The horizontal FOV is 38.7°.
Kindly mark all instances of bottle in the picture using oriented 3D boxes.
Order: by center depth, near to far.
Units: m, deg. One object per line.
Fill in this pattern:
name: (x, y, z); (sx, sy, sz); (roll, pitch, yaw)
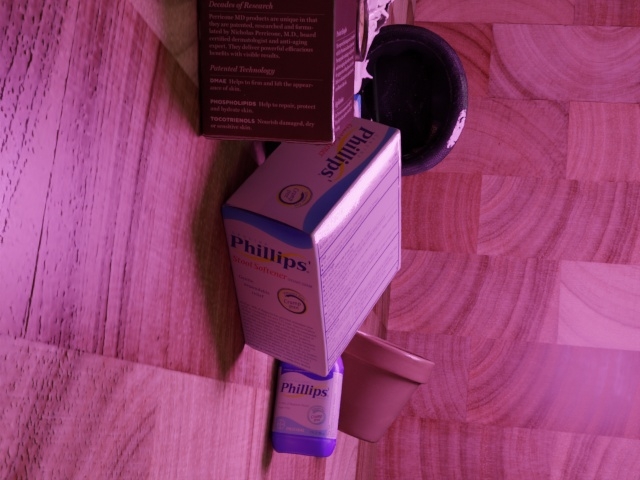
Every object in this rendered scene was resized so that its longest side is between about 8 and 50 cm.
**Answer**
bottle: (-0.018, 0.243, 1.642); (0.092, 0.118, 0.283); (53, 43, -75)

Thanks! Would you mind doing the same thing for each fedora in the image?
fedora: (0.175, -0.313, 2.060); (0.152, 0.334, 0.334); (-90, -177, -84)

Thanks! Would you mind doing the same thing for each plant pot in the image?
plant pot: (0.107, 0.342, 2.152); (0.263, 0.263, 0.229); (34, 79, -79)

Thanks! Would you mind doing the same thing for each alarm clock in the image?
alarm clock: (0.046, -0.358, 1.451); (0.192, 0.064, 0.129); (-69, 160, -53)

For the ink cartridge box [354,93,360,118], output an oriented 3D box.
ink cartridge box: (0.033, -0.203, 1.858); (0.191, 0.082, 0.140); (-66, 157, -60)

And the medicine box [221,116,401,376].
medicine box: (0.000, 0.000, 1.354); (0.263, 0.149, 0.289); (-51, 148, -40)

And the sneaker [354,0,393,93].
sneaker: (0.132, -0.504, 1.802); (0.169, 0.257, 0.448); (-43, 136, -76)

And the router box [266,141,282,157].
router box: (-0.032, -0.262, 1.471); (0.309, 0.081, 0.243); (83, 15, -48)

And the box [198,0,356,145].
box: (-0.048, -0.237, 1.137); (0.168, 0.167, 0.203); (-57, 149, -69)
